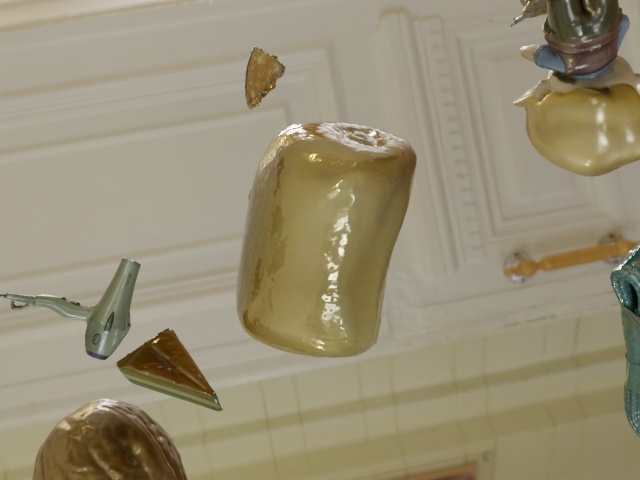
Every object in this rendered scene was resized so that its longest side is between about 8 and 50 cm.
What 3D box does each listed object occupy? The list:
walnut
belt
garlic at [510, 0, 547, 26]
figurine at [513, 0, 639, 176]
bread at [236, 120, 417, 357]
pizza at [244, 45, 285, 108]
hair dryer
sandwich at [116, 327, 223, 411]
[{"bbox_3d":[-0.383,0.455,1.620,0.313,0.252,0.277,51,179,5],"label":"walnut"},{"bbox_3d":[0.321,0.104,0.788,0.087,0.072,0.302,38,162,41],"label":"belt"},{"bbox_3d":[0.322,-0.442,1.412,0.207,0.257,0.207,0,-90,-85],"label":"garlic"},{"bbox_3d":[0.231,-0.149,0.767,0.108,0.114,0.196,-113,0,-58],"label":"figurine"},{"bbox_3d":[0.000,0.000,1.417,0.348,0.253,0.375,-89,9,-71],"label":"bread"},{"bbox_3d":[-0.068,-0.213,1.145,0.078,0.025,0.083,8,90,44],"label":"pizza"},{"bbox_3d":[-0.381,0.077,1.391,0.167,0.199,0.067,-57,13,-7],"label":"hair dryer"},{"bbox_3d":[-0.257,0.249,1.489,0.163,0.113,0.079,49,164,29],"label":"sandwich"}]
